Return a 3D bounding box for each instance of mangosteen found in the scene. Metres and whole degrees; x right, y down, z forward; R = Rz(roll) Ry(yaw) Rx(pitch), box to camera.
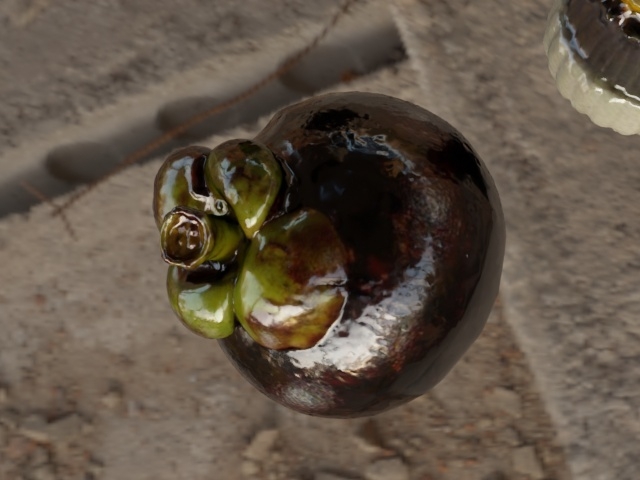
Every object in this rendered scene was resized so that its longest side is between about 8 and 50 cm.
[{"bbox_3d":[0.003,0.007,1.446,0.314,0.297,0.296,13,92,0],"label":"mangosteen"}]

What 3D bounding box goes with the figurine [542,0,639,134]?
[{"bbox_3d":[0.288,-0.218,1.483,0.204,0.332,0.185,-25,69,12],"label":"figurine"}]
